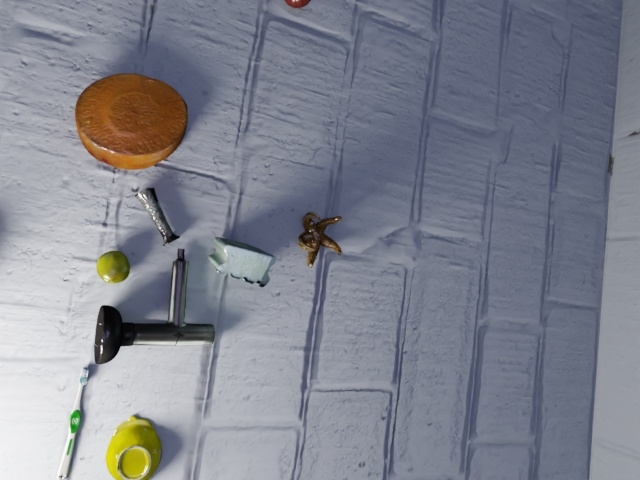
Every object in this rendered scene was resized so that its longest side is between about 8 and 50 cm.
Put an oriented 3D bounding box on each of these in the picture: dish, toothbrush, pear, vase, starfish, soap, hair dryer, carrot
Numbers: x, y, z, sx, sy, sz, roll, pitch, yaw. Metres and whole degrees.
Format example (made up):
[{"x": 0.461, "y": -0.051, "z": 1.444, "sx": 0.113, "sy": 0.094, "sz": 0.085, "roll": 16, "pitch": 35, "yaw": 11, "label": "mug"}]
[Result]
[{"x": -0.515, "y": 0.599, "z": 1.280, "sx": 0.149, "sy": 0.080, "sz": 0.207, "roll": -6, "pitch": 91, "yaw": -23, "label": "dish"}, {"x": -0.670, "y": 0.497, "z": 1.253, "sx": 0.030, "sy": 0.030, "sz": 0.303, "roll": 13, "pitch": 86, "yaw": -21, "label": "toothbrush"}, {"x": -0.575, "y": 0.076, "z": 1.275, "sx": 0.092, "sy": 0.097, "sz": 0.092, "roll": -2, "pitch": 116, "yaw": -4, "label": "pear"}, {"x": -0.471, "y": -0.068, "z": 1.339, "sx": 0.059, "sy": 0.059, "sz": 0.166, "roll": -29, "pitch": 98, "yaw": -21, "label": "vase"}, {"x": 0.000, "y": 0.001, "z": 1.516, "sx": 0.147, "sy": 0.074, "sz": 0.189, "roll": 15, "pitch": 82, "yaw": -19, "label": "starfish"}, {"x": -0.230, "y": 0.052, "z": 1.328, "sx": 0.150, "sy": 0.261, "sz": 0.094, "roll": 21, "pitch": 89, "yaw": -21, "label": "soap"}, {"x": -0.481, "y": 0.185, "z": 1.326, "sx": 0.321, "sy": 0.156, "sz": 0.283, "roll": -3, "pitch": 68, "yaw": -35, "label": "hair dryer"}, {"x": -0.529, "y": -0.341, "z": 1.319, "sx": 0.307, "sy": 0.100, "sz": 0.258, "roll": -27, "pitch": 96, "yaw": -28, "label": "carrot"}]

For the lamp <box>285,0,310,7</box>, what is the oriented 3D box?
[{"x": -0.074, "y": -0.814, "z": 1.518, "sx": 0.101, "sy": 0.090, "sz": 0.101, "roll": -3, "pitch": 68, "yaw": 8, "label": "lamp"}]
